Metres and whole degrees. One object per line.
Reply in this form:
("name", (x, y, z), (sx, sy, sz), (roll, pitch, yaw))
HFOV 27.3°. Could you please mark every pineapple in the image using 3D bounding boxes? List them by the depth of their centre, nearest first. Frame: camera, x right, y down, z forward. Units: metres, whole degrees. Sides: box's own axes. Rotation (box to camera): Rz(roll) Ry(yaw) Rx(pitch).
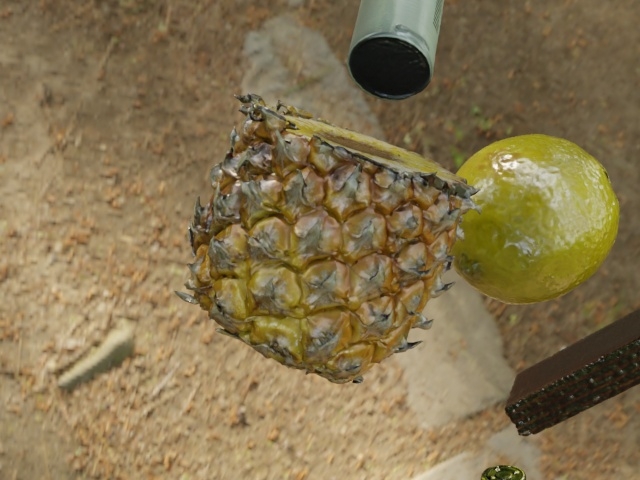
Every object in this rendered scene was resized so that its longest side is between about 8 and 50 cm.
("pineapple", (-0.002, 0.000, 1.619), (0.352, 0.352, 0.300), (28, 98, 4))

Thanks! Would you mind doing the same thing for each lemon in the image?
("lemon", (0.302, -0.031, 1.905), (0.267, 0.267, 0.267), (7, 56, -11))

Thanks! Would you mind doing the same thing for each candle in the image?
("candle", (0.205, 0.317, 1.462), (0.052, 0.131, 0.052), (-4, 19, 1))

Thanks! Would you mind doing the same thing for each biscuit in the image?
("biscuit", (0.452, 0.188, 2.059), (0.073, 0.388, 0.107), (48, 35, -9))

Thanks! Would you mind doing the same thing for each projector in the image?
("projector", (0.110, -0.324, 1.691), (0.108, 0.108, 0.337), (17, 47, -4))
